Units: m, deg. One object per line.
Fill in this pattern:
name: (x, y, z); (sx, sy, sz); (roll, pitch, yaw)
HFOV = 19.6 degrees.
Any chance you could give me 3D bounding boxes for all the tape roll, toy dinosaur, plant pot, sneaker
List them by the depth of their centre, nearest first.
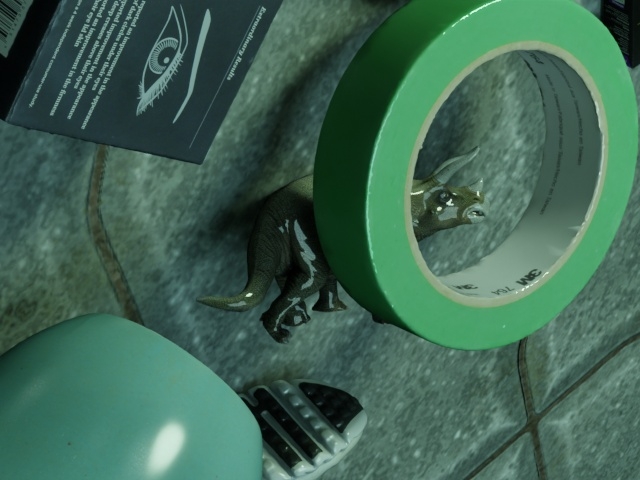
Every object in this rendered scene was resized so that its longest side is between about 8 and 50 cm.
plant pot: (-0.184, 0.203, 1.486); (0.235, 0.293, 0.293); (-55, 147, -24)
tape roll: (0.142, -0.065, 1.627); (0.321, 0.077, 0.321); (-14, 113, -34)
toy dinosaur: (0.000, 0.000, 1.664); (0.313, 0.121, 0.160); (-8, 103, -34)
sneaker: (-0.086, 0.233, 1.760); (0.292, 0.110, 0.118); (-29, 146, -16)

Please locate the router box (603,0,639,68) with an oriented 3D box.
router box: (0.359, -0.271, 1.855); (0.179, 0.046, 0.133); (-33, 139, -24)

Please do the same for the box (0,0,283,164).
box: (-0.152, -0.156, 1.354); (0.207, 0.108, 0.153); (12, 110, -51)
